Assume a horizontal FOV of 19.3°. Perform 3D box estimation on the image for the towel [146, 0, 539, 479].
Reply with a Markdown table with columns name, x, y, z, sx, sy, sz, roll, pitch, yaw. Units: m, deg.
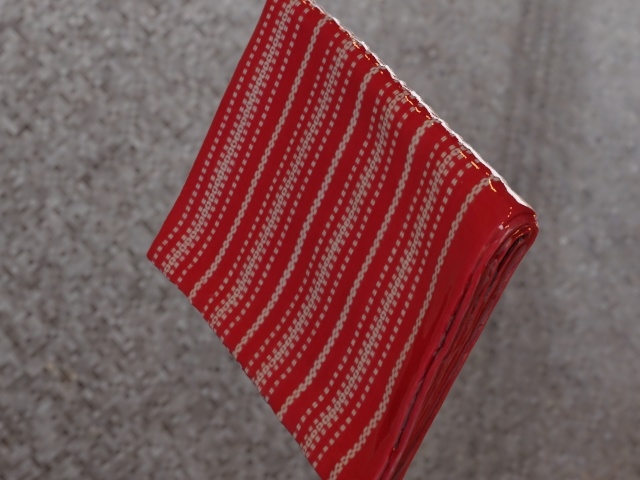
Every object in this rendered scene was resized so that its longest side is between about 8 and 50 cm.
| name | x | y | z | sx | sy | sz | roll | pitch | yaw |
| --- | --- | --- | --- | --- | --- | --- | --- | --- | --- |
| towel | 0.000 | 0.000 | 1.021 | 0.031 | 0.199 | 0.275 | 10 | 25 | -37 |
